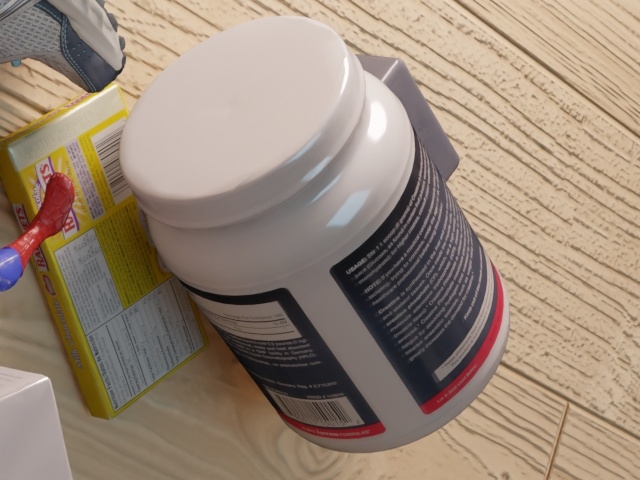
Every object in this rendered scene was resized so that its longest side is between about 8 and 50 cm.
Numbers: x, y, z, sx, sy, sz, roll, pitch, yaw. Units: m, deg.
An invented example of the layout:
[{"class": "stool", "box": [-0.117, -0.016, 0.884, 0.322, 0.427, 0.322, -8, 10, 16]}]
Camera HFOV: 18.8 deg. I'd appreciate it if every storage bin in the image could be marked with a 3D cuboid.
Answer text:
[{"class": "storage bin", "box": [0.034, -0.077, 1.437, 0.098, 0.091, 0.135, -52, 126, -28]}]

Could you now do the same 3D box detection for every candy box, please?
[{"class": "candy box", "box": [-0.146, 0.007, 1.309, 0.105, 0.027, 0.206, -34, 116, -38]}]

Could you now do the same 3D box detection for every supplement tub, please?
[{"class": "supplement tub", "box": [0.000, 0.000, 1.321, 0.191, 0.191, 0.272, -57, 135, -26]}]

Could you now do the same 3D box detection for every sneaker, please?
[{"class": "sneaker", "box": [-0.243, -0.154, 1.168, 0.283, 0.110, 0.122, 34, 87, -38]}]

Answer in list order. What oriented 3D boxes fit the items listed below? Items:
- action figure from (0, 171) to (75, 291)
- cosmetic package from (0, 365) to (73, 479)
[{"class": "action figure", "box": [-0.232, 0.009, 1.095, 0.280, 0.091, 0.139, -61, 165, -50]}, {"class": "cosmetic package", "box": [-0.262, 0.212, 1.132, 0.225, 0.138, 0.224, -23, 110, -42]}]
